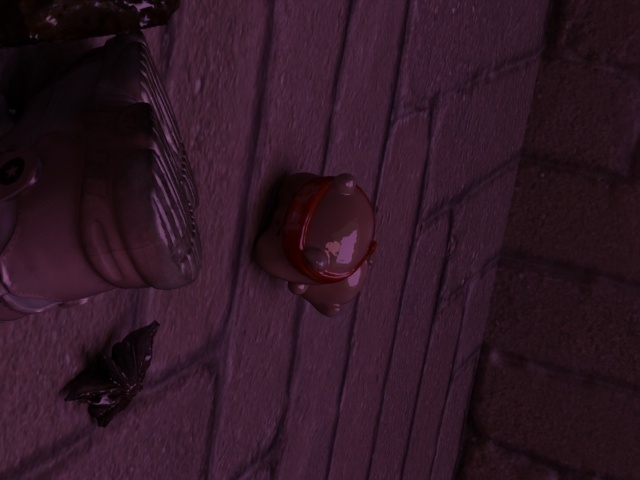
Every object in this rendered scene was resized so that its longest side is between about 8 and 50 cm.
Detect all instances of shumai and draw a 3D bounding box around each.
[{"bbox_3d":[-0.205,-0.250,0.992,0.218,0.184,0.185,-21,106,-52],"label":"shumai"}]

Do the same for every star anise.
[{"bbox_3d":[-0.216,0.140,1.381,0.129,0.056,0.124,-53,157,-12],"label":"star anise"}]

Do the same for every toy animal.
[{"bbox_3d":[0.000,0.000,1.722,0.197,0.171,0.171,79,33,-65],"label":"toy animal"}]

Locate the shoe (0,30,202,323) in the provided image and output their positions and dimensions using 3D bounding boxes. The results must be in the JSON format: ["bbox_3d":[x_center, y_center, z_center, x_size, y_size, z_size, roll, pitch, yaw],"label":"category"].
[{"bbox_3d":[-0.218,-0.064,1.082,0.351,0.198,0.172,-109,-176,-67],"label":"shoe"}]
